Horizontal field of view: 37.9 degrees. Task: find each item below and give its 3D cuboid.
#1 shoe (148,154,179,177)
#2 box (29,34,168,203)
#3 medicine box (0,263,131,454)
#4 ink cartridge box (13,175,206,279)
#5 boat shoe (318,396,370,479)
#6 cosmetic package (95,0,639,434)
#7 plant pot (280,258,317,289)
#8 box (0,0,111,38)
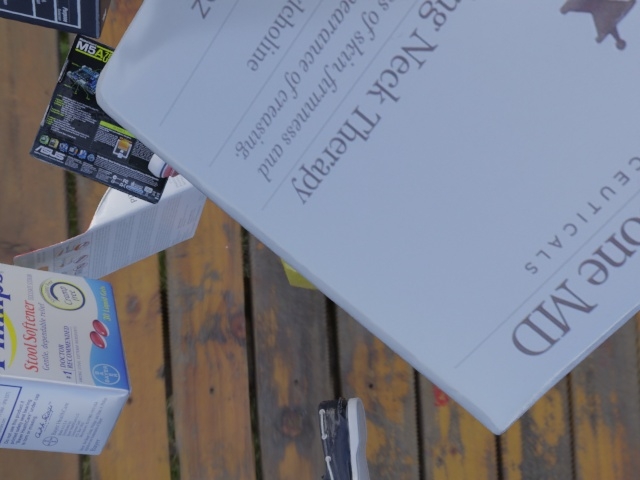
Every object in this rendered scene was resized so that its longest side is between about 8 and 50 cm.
[{"bbox_3d":[-0.090,-0.104,0.957,0.081,0.063,0.178,43,56,3],"label":"shoe"},{"bbox_3d":[-0.284,-0.168,1.305,0.191,0.045,0.184,21,85,-11],"label":"box"},{"bbox_3d":[-0.469,0.177,1.448,0.289,0.263,0.149,12,122,-29],"label":"medicine box"},{"bbox_3d":[-0.405,-0.022,1.764,0.385,0.308,0.091,-24,77,-23],"label":"ink cartridge box"},{"bbox_3d":[0.019,0.192,0.764,0.038,0.046,0.125,-6,82,15],"label":"boat shoe"},{"bbox_3d":[0.119,-0.146,0.728,0.394,0.327,0.329,40,121,1],"label":"cosmetic package"},{"bbox_3d":[0.000,0.000,1.001,0.095,0.134,0.134,-19,92,-3],"label":"plant pot"},{"bbox_3d":[-0.365,-0.406,1.014,0.294,0.296,0.182,12,59,-7],"label":"box"}]
